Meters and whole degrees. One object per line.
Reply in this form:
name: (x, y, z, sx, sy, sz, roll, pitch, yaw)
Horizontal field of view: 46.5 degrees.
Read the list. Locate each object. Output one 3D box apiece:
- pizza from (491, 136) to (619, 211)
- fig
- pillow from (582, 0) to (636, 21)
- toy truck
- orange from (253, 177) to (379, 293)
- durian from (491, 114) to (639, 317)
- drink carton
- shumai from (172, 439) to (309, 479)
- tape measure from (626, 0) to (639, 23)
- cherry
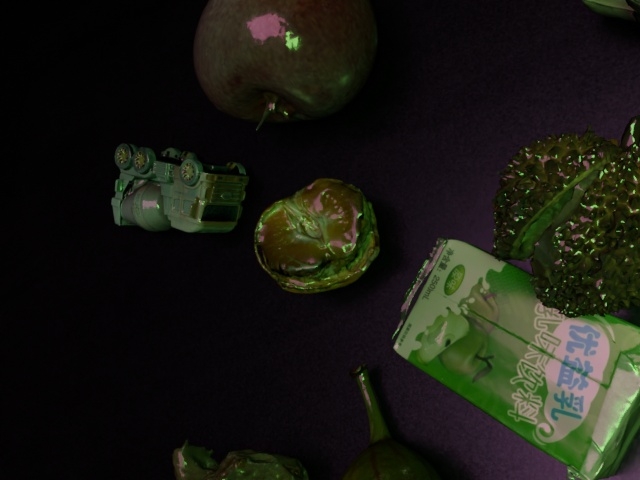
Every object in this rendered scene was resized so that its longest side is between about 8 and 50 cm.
pizza: (0.297, -0.013, 0.824, 0.154, 0.069, 0.194, -35, 68, 23)
fig: (0.064, 0.278, 0.885, 0.151, 0.151, 0.259, -43, 35, 18)
pillow: (0.458, -0.309, 0.754, 0.322, 0.120, 0.255, 32, 100, 32)
toy truck: (-0.236, -0.072, 1.180, 0.256, 0.108, 0.140, 16, 101, 38)
orange: (0.000, 0.000, 0.995, 0.170, 0.112, 0.160, 17, 76, 13)
durian: (0.256, -0.028, 0.705, 0.196, 0.167, 0.196, 5, 98, 37)
drink carton: (0.222, 0.122, 0.813, 0.271, 0.108, 0.161, 30, 96, 36)
shumai: (-0.119, 0.342, 0.982, 0.206, 0.166, 0.175, -60, 32, 6)
tape measure: (0.412, -0.249, 0.624, 0.236, 0.120, 0.197, -48, 45, 15)
cherry: (-0.045, -0.289, 1.037, 0.261, 0.221, 0.307, -1, 60, 32)
